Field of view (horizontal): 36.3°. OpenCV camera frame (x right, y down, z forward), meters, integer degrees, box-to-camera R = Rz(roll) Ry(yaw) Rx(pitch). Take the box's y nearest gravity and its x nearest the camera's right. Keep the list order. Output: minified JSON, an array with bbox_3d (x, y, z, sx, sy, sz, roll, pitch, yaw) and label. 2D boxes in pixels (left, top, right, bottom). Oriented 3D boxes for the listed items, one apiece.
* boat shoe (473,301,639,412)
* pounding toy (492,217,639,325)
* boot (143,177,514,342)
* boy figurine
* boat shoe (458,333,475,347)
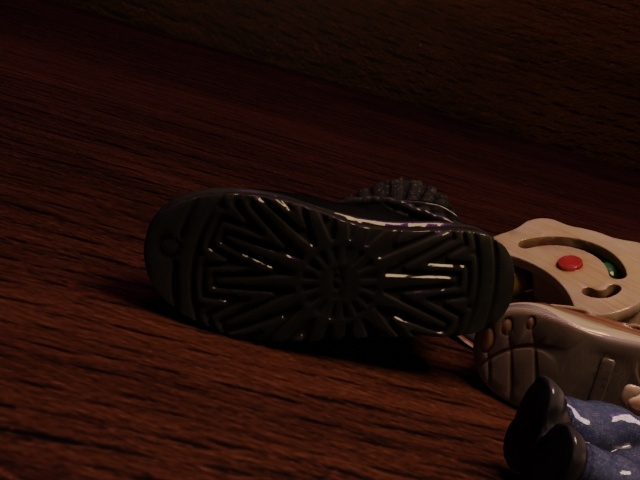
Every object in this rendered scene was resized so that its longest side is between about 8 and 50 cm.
[{"bbox_3d":[0.307,0.134,0.905,0.324,0.123,0.116,26,16,19],"label":"boat shoe"},{"bbox_3d":[0.310,0.093,1.132,0.269,0.155,0.154,19,42,38],"label":"pounding toy"},{"bbox_3d":[0.000,0.004,0.972,0.347,0.131,0.260,9,14,-11],"label":"boot"},{"bbox_3d":[0.291,0.181,0.768,0.285,0.092,0.177,15,28,-16],"label":"boy figurine"},{"bbox_3d":[0.206,0.105,1.023,0.137,0.043,0.049,21,18,14],"label":"boat shoe"}]
